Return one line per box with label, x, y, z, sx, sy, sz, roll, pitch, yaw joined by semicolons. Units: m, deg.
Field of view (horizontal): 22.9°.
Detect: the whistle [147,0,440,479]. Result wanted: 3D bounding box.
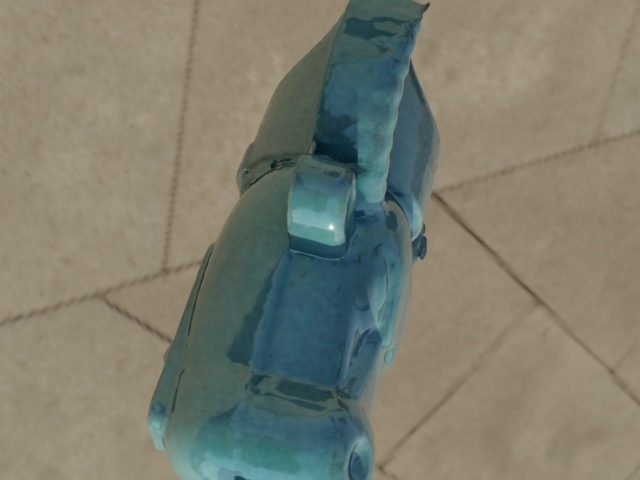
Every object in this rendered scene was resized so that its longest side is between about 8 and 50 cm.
whistle;0.000;0.000;0.656;0.186;0.093;0.274;84;21;-62
